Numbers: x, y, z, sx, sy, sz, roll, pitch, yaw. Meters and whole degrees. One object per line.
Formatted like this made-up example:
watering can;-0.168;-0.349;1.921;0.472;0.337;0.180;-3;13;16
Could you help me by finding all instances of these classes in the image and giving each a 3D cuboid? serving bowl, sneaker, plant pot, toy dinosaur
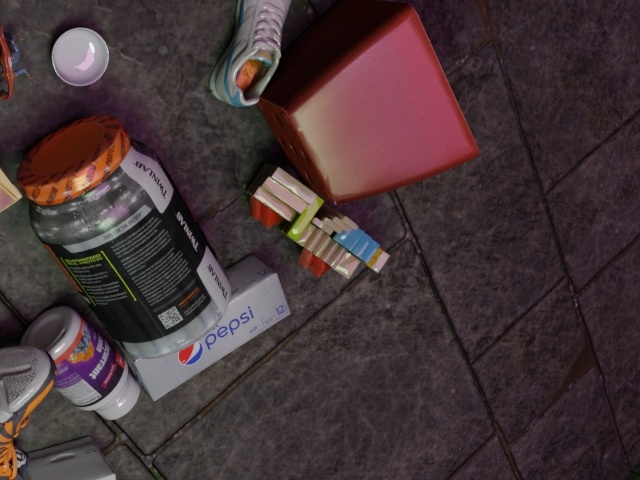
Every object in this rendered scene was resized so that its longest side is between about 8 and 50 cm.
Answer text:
serving bowl;-0.348;-0.265;1.319;0.083;0.027;0.083;-16;118;-31
sneaker;-0.093;-0.317;1.441;0.087;0.092;0.229;15;100;-38
plant pot;0.050;-0.207;1.476;0.235;0.267;0.267;-34;115;-8
toy dinosaur;-0.429;-0.236;1.250;0.090;0.047;0.082;36;57;-69
sneaker;-0.486;0.284;1.393;0.321;0.125;0.180;-35;140;13

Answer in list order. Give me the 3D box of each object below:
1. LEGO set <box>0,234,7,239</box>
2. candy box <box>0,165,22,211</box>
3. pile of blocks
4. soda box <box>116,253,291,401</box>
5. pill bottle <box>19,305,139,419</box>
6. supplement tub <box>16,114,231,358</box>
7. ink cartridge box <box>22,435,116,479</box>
LEGO set;-0.499;0.007;1.339;0.083;0.023;0.054;0;108;-22
candy box;-0.572;-0.040;1.183;0.316;0.087;0.183;-38;107;-17
pile of blocks;0.000;0.000;1.614;0.362;0.149;0.113;36;88;-41
soda box;-0.198;0.144;1.571;0.286;0.091;0.098;-32;127;-20
pill bottle;-0.373;0.200;1.456;0.108;0.108;0.193;-45;130;-12
supplement tub;-0.287;-0.003;1.364;0.207;0.207;0.338;-38;128;-16
ink cartridge box;-0.416;0.441;1.521;0.128;0.127;0.176;-12;116;-31
